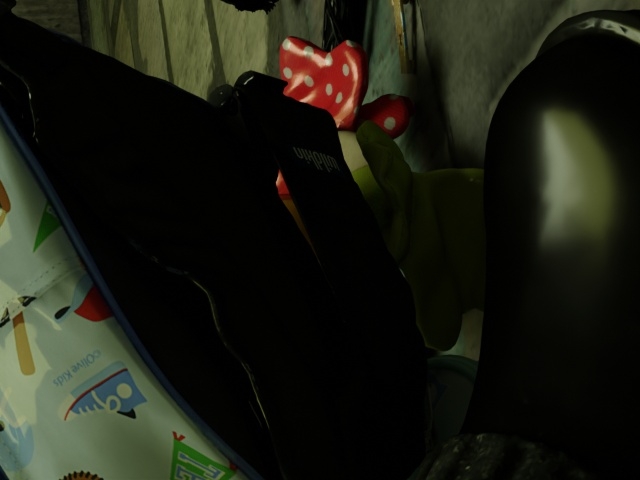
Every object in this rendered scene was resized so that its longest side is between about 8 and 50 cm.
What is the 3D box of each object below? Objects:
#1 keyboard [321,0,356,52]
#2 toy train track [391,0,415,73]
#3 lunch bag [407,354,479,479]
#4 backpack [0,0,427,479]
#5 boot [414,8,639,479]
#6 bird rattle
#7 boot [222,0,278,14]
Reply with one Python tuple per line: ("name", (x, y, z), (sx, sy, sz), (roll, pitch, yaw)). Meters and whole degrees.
("keyboard", (0.021, -0.160, 0.966), (0.100, 0.038, 0.192), (-75, -9, -58))
("toy train track", (0.060, -0.159, 0.843), (0.048, 0.014, 0.083), (-160, 60, -65))
("lunch bag", (0.063, 0.202, 0.634), (0.224, 0.107, 0.279), (-33, 61, 39))
("backpack", (-0.085, 0.046, 0.562), (0.213, 0.276, 0.263), (-46, 68, 20))
("boot", (0.059, 0.083, 0.425), (0.131, 0.260, 0.348), (-20, 77, 57))
("bird rattle", (-0.008, -0.020, 0.761), (0.207, 0.143, 0.253), (-47, 40, 3))
("boot", (-0.054, -0.331, 1.041), (0.246, 0.094, 0.207), (118, 149, -74))
